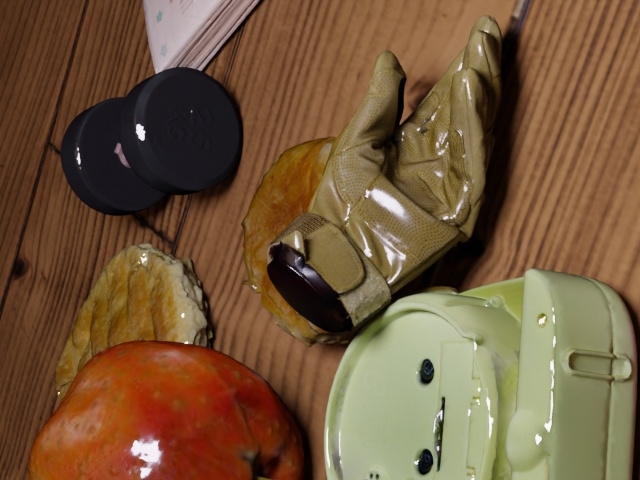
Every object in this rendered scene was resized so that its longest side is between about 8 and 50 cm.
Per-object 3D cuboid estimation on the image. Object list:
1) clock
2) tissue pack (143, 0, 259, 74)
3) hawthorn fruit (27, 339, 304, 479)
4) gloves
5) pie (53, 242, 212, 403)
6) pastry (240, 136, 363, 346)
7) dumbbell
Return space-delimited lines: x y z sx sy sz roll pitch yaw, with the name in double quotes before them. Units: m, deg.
"clock" 0.117 0.174 1.220 0.348 0.117 0.286 -7 76 54
"tissue pack" -0.116 -0.357 1.717 0.325 0.071 0.170 -43 51 42
"hawthorn fruit" -0.149 0.240 1.464 0.300 0.275 0.275 6 87 40
"gloves" 0.081 -0.064 1.283 0.331 0.141 0.154 -52 32 -18
"pie" -0.235 0.166 1.759 0.339 0.083 0.339 -21 63 50
"pastry" 0.000 0.000 1.443 0.229 0.100 0.218 12 96 50
"dumbbell" -0.213 -0.120 1.730 0.218 0.152 0.152 -14 71 53
